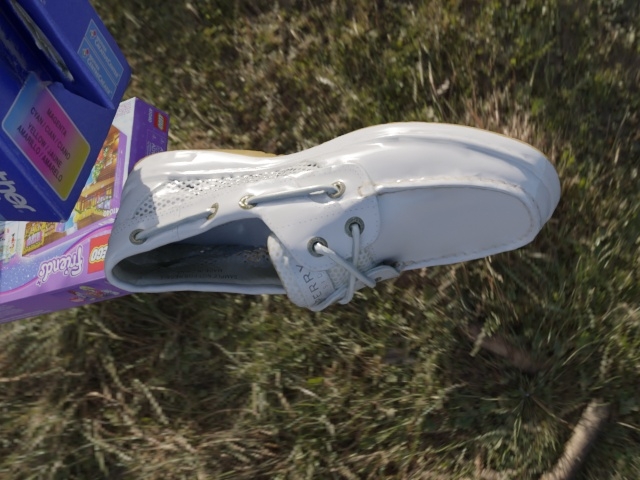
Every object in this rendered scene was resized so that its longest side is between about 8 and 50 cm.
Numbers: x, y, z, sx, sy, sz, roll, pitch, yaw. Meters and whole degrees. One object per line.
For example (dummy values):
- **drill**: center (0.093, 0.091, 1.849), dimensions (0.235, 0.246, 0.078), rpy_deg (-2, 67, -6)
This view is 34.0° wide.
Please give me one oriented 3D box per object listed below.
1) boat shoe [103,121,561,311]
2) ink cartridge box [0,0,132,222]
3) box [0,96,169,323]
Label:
- **boat shoe**: center (0.000, 0.000, 0.616), dimensions (0.277, 0.098, 0.096), rpy_deg (-5, 46, 22)
- **ink cartridge box**: center (-0.314, -0.144, 0.694), dimensions (0.395, 0.270, 0.151), rpy_deg (0, 56, 22)
- **box**: center (-0.297, -0.024, 1.169), dimensions (0.293, 0.057, 0.201), rpy_deg (-13, 65, 35)
